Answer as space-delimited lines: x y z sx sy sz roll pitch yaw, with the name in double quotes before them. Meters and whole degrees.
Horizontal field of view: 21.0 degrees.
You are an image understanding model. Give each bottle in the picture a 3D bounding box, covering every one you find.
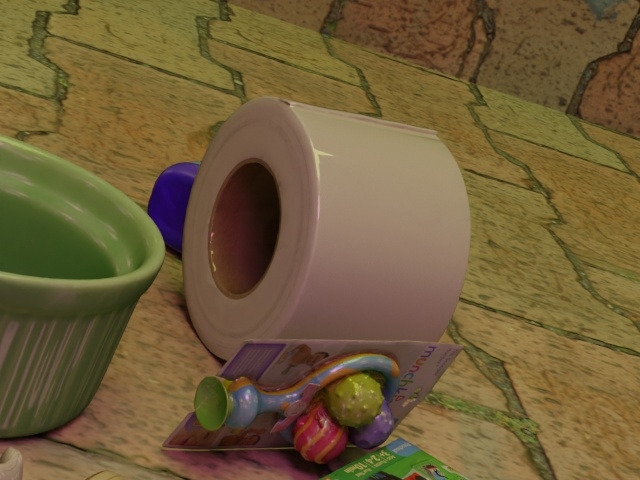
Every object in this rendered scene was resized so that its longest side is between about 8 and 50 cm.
"bottle" -0.067 -0.041 1.874 0.118 0.092 0.283 29 20 25

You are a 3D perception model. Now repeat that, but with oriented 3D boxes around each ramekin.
"ramekin" -0.288 0.026 1.353 0.303 0.148 0.303 19 18 -7

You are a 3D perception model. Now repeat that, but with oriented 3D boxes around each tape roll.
"tape roll" 0.000 0.000 1.594 0.169 0.246 0.246 8 22 -31

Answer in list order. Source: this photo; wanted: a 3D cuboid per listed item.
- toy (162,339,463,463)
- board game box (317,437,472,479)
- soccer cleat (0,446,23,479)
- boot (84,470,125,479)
"toy" 0.005 0.141 1.398 0.237 0.137 0.056 8 43 -38
"board game box" 0.110 0.239 1.362 0.211 0.039 0.160 30 20 22
"soccer cleat" -0.331 0.122 1.044 0.331 0.143 0.116 22 18 3
"boot" -0.090 0.247 1.027 0.203 0.095 0.262 21 20 1
